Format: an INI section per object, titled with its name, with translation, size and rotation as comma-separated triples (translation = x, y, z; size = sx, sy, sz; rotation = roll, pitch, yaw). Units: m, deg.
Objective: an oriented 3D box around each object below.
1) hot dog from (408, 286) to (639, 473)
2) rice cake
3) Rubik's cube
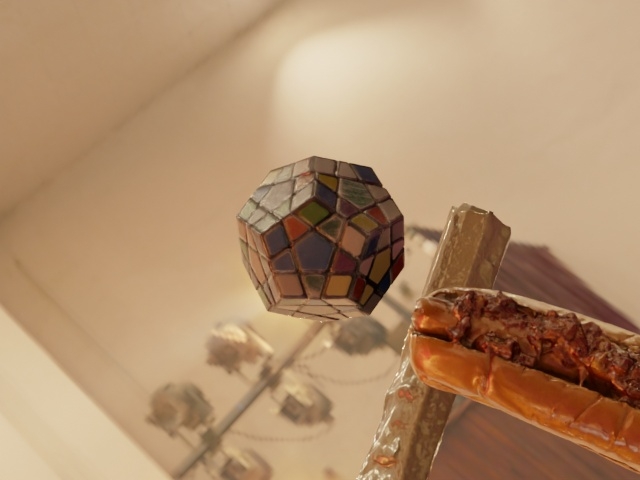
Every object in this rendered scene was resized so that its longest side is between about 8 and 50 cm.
[hot dog]
translation = 0.179, 0.089, 0.857
size = 0.102, 0.249, 0.076
rotation = -56, -15, -48
[rice cake]
translation = 0.091, 0.091, 1.022
size = 0.052, 0.057, 0.256
rotation = 61, -133, -66
[Rubik's cube]
translation = 0.000, 0.000, 0.815
size = 0.111, 0.111, 0.093
rotation = 30, -120, -57
